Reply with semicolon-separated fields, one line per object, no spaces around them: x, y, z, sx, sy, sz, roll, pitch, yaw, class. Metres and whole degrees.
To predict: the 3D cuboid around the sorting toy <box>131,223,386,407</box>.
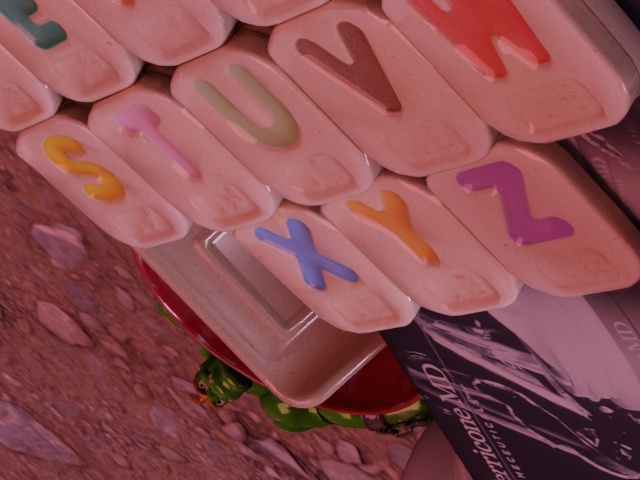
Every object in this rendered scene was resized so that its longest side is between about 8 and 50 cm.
-0.007;-0.054;0.785;0.208;0.193;0.038;48;180;-20;sorting toy

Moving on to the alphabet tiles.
-0.036;-0.063;0.553;0.278;0.021;0.284;45;149;-22;alphabet tiles

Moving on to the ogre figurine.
-0.025;0.055;1.068;0.197;0.097;0.118;31;139;-26;ogre figurine

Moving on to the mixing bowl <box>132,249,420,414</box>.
0.000;0.000;0.927;0.181;0.098;0.181;23;146;16;mixing bowl

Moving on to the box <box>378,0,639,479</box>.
0.160;-0.039;0.609;0.312;0.179;0.343;9;143;42;box

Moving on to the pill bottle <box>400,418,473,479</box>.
0.130;0.188;0.995;0.188;0.188;0.334;29;152;12;pill bottle
